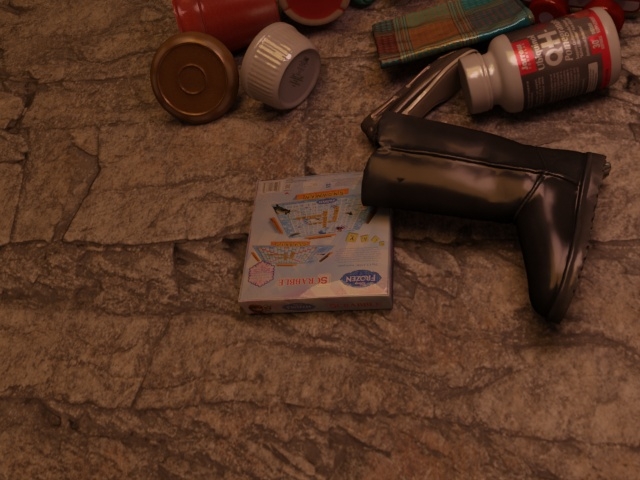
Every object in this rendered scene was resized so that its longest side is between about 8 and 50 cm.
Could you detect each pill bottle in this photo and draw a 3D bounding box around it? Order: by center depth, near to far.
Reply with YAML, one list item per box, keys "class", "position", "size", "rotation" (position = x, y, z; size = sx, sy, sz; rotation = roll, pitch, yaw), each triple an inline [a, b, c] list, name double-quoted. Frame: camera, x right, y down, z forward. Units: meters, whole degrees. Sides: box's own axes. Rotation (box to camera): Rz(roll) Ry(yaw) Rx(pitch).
- class: "pill bottle"
  position: [0.476, -0.386, 1.475]
  size: [0.318, 0.176, 0.176]
  rotation: [-15, 55, 7]

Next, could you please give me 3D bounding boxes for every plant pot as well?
- class: "plant pot"
  position: [-0.329, -0.418, 1.724]
  size: [0.236, 0.236, 0.032]
  rotation: [-14, 18, 8]
- class: "plant pot"
  position: [-0.020, -0.732, 1.787]
  size: [0.275, 0.275, 0.243]
  rotation: [-10, 53, 11]
- class: "plant pot"
  position: [-0.256, -0.635, 1.823]
  size: [0.265, 0.272, 0.272]
  rotation: [-15, 55, -2]

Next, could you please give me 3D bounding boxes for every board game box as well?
- class: "board game box"
  position: [0.000, 0.000, 1.440]
  size: [0.318, 0.066, 0.318]
  rotation: [-3, 57, 15]

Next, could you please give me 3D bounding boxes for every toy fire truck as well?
- class: "toy fire truck"
  position: [0.608, -0.625, 1.540]
  size: [0.302, 0.254, 0.169]
  rotation: [19, 65, 26]

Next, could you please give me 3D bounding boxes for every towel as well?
- class: "towel"
  position: [0.316, -0.537, 1.655]
  size: [0.370, 0.040, 0.271]
  rotation: [-14, 35, 9]

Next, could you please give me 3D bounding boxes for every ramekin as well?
- class: "ramekin"
  position: [-0.092, -0.427, 1.665]
  size: [0.109, 0.207, 0.207]
  rotation: [35, 73, 23]

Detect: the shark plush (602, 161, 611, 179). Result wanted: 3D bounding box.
- class: "shark plush"
  position: [0.515, -0.154, 1.380]
  size: [0.161, 0.067, 0.073]
  rotation: [24, 68, 28]

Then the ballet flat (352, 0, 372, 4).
- class: "ballet flat"
  position: [0.164, -0.753, 1.869]
  size: [0.247, 0.083, 0.087]
  rotation: [-48, 38, -18]

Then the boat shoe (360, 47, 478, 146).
- class: "boat shoe"
  position: [0.232, -0.352, 1.568]
  size: [0.335, 0.112, 0.095]
  rotation: [-44, 61, -9]

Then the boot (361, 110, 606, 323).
- class: "boot"
  position: [0.287, -0.059, 1.299]
  size: [0.445, 0.146, 0.367]
  rotation: [15, 62, 14]
